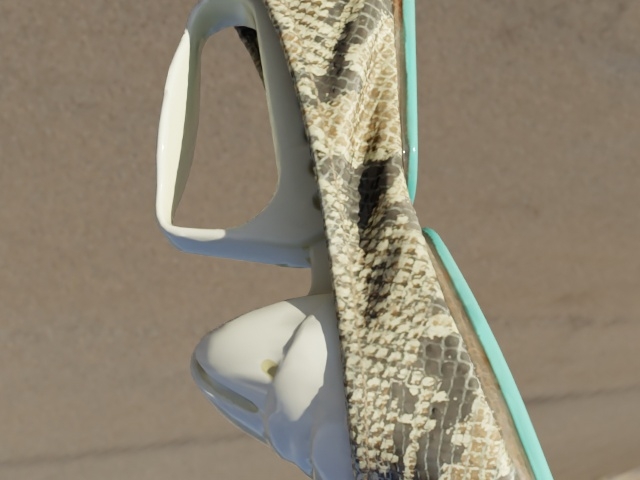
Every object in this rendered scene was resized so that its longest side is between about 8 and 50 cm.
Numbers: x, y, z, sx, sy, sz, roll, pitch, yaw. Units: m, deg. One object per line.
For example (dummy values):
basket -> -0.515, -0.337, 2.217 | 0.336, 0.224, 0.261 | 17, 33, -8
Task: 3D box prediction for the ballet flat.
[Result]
ballet flat -> 0.000, 0.000, 0.864 | 0.182, 0.483, 0.164 | -8, 154, -7
